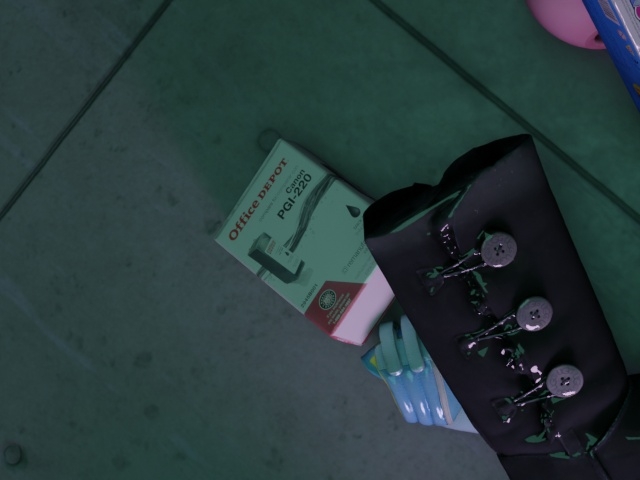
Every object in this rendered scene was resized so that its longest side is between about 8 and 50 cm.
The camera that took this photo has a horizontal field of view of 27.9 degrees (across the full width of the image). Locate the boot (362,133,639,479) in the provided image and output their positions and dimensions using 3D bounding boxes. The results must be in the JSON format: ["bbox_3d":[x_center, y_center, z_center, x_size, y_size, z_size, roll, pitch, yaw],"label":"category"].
[{"bbox_3d":[0.298,0.078,1.424,0.367,0.146,0.445,-31,98,-6],"label":"boot"}]

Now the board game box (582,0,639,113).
[{"bbox_3d":[0.455,-0.263,1.375,0.302,0.308,0.086,-39,39,1],"label":"board game box"}]

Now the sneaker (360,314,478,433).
[{"bbox_3d":[0.152,0.081,1.550,0.208,0.127,0.319,1,90,12],"label":"sneaker"}]

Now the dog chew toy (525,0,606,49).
[{"bbox_3d":[0.306,-0.393,1.481,0.206,0.206,0.332,-19,78,13],"label":"dog chew toy"}]

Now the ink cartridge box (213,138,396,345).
[{"bbox_3d":[0.000,0.000,1.571,0.218,0.092,0.158,38,98,31],"label":"ink cartridge box"}]
